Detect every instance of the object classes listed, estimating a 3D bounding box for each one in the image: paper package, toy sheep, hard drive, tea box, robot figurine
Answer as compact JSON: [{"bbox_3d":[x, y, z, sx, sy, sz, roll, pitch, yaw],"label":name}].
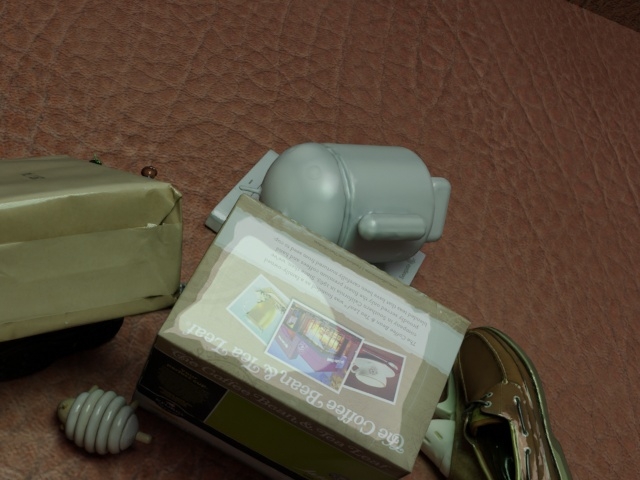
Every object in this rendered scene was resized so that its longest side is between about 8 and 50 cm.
[{"bbox_3d":[-0.388,-0.002,1.121,0.310,0.168,0.325,-10,17,-37],"label":"paper package"},{"bbox_3d":[-0.281,0.236,1.146,0.132,0.091,0.091,14,42,6],"label":"toy sheep"},{"bbox_3d":[0.000,0.000,1.569,0.353,0.047,0.233,35,42,1],"label":"hard drive"},{"bbox_3d":[-0.040,0.162,1.151,0.329,0.323,0.220,30,62,-4],"label":"tea box"},{"bbox_3d":[0.048,-0.060,1.468,0.354,0.199,0.300,-1,15,-31],"label":"robot figurine"}]

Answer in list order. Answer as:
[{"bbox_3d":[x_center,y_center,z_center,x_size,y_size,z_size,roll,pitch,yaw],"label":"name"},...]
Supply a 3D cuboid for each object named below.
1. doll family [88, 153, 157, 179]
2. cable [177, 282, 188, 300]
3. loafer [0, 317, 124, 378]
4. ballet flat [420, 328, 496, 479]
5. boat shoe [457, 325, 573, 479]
[{"bbox_3d":[-0.339,-0.084,1.426,0.193,0.076,0.111,19,39,-22],"label":"doll family"},{"bbox_3d":[-0.190,0.078,1.357,0.287,0.072,0.139,20,46,-16],"label":"cable"},{"bbox_3d":[-0.374,0.124,1.206,0.078,0.076,0.223,45,38,20],"label":"loafer"},{"bbox_3d":[0.211,0.275,1.402,0.124,0.116,0.342,6,46,0],"label":"ballet flat"},{"bbox_3d":[0.261,0.252,1.271,0.105,0.110,0.307,6,46,-33],"label":"boat shoe"}]
